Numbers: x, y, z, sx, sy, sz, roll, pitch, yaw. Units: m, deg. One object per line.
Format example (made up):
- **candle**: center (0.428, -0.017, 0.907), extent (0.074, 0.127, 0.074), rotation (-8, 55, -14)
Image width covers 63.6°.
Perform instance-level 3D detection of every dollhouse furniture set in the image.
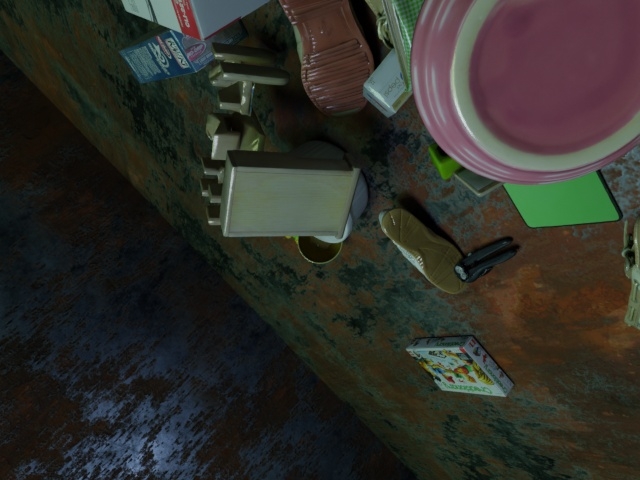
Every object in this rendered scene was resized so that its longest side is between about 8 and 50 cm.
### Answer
- **dollhouse furniture set**: center (-0.108, -0.187, 1.146), extent (0.394, 0.256, 0.363), rotation (-116, 33, -50)
- **dollhouse furniture set**: center (0.227, -0.224, 0.681), extent (0.302, 0.197, 0.151), rotation (62, 178, -41)

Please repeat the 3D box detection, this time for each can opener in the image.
- **can opener**: center (0.359, 0.042, 1.134), extent (0.059, 0.073, 0.186), rotation (60, 151, 14)

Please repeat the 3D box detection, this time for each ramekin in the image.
- **ramekin**: center (0.003, -0.134, 1.335), extent (0.272, 0.127, 0.273), rotation (36, 154, 21)

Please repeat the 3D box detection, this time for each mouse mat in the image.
- **mouse mat**: center (0.411, -0.085, 0.909), extent (0.153, 0.007, 0.189), rotation (53, 156, -16)

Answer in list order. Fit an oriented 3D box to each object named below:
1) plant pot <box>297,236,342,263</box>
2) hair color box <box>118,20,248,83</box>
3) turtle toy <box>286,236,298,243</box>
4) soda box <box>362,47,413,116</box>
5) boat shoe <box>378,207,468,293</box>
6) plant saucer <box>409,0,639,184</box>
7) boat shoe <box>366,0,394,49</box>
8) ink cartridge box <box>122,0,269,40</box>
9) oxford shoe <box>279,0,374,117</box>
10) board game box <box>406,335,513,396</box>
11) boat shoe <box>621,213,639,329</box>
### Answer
- **plant pot**: center (0.000, 0.000, 1.572), extent (0.134, 0.134, 0.095), rotation (46, -177, 0)
- **hair color box**: center (-0.352, -0.490, 1.291), extent (0.347, 0.174, 0.105), rotation (13, 141, 50)
- **turtle toy**: center (-0.091, -0.054, 1.681), extent (0.130, 0.066, 0.095), rotation (29, 149, 34)
- **soda box**: center (0.120, -0.262, 0.880), extent (0.069, 0.074, 0.216), rotation (40, -168, -4)
- **boat shoe**: center (0.248, 0.016, 1.238), extent (0.277, 0.098, 0.096), rotation (44, -177, -15)
- **plant saucer**: center (0.273, -0.211, 0.600), extent (0.331, 0.084, 0.333), rotation (3, 119, 5)
- **boat shoe**: center (0.142, -0.351, 0.812), extent (0.302, 0.098, 0.109), rotation (46, 156, -1)
- **ink cartridge box**: center (-0.272, -0.536, 1.064), extent (0.272, 0.197, 0.114), rotation (30, 150, 31)
- **oxford shoe**: center (0.014, -0.396, 0.958), extent (0.397, 0.140, 0.147), rotation (69, -169, -58)
- **board game box**: center (0.412, 0.379, 1.568), extent (0.193, 0.053, 0.305), rotation (48, 156, -6)
- **boat shoe**: center (0.526, 0.062, 0.833), extent (0.089, 0.104, 0.285), rotation (13, 141, 46)
